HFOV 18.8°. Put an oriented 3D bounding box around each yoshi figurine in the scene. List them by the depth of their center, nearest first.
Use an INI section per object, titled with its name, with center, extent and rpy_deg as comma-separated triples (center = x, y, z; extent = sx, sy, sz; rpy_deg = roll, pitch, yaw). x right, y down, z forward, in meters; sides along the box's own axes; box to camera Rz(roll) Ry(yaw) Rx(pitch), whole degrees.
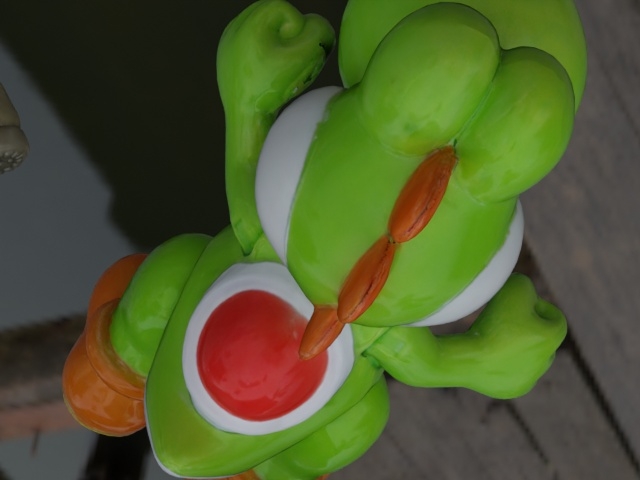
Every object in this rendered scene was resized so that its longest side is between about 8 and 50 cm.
[yoshi figurine]
center = 0.019, -0.012, 0.904
extent = 0.203, 0.203, 0.362
rpy_deg = 0, 152, -29

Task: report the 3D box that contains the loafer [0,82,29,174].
[loafer]
center = -0.194, -0.044, 0.797
extent = 0.148, 0.050, 0.056
rpy_deg = -7, 168, 0
